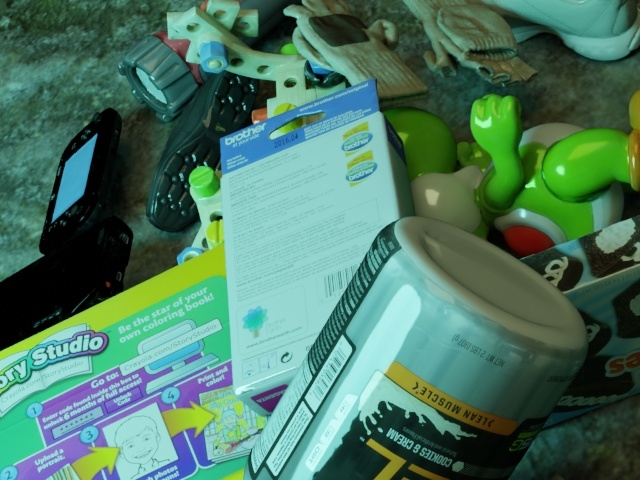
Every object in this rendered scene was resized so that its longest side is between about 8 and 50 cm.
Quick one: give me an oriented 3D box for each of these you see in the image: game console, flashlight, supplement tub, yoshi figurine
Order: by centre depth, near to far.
[{"bbox_3d":[0.063,0.156,1.283,0.193,0.194,0.316,46,115,41],"label":"supplement tub"},{"bbox_3d":[0.180,-0.085,1.594,0.362,0.203,0.203,-15,33,12],"label":"yoshi figurine"},{"bbox_3d":[-0.292,-0.007,1.762,0.213,0.044,0.361,-29,35,27],"label":"game console"},{"bbox_3d":[-0.105,-0.273,1.914,0.304,0.103,0.103,-44,6,-20],"label":"flashlight"}]

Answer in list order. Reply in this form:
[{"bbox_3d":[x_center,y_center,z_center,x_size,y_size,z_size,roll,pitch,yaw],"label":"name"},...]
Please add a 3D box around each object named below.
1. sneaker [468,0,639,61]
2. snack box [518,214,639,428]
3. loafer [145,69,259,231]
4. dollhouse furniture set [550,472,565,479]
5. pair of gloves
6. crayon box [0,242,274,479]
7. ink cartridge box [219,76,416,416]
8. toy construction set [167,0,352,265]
[{"bbox_3d":[0.236,-0.285,1.768,0.262,0.121,0.099,11,58,29],"label":"sneaker"},{"bbox_3d":[0.313,0.051,1.417,0.322,0.187,0.060,-21,48,5],"label":"snack box"},{"bbox_3d":[-0.139,-0.105,1.809,0.078,0.076,0.223,-19,42,63],"label":"loafer"},{"bbox_3d":[0.180,0.327,1.232,0.212,0.161,0.242,-44,55,-1],"label":"dollhouse furniture set"},{"bbox_3d":[0.093,-0.211,1.692,0.240,0.042,0.204,-16,44,-30],"label":"pair of gloves"},{"bbox_3d":[-0.168,0.200,1.528,0.363,0.106,0.313,-26,50,-2],"label":"crayon box"},{"bbox_3d":[0.000,0.000,1.499,0.186,0.065,0.311,-21,52,18],"label":"ink cartridge box"},{"bbox_3d":[-0.066,-0.115,1.716,0.215,0.151,0.327,-12,70,11],"label":"toy construction set"}]
